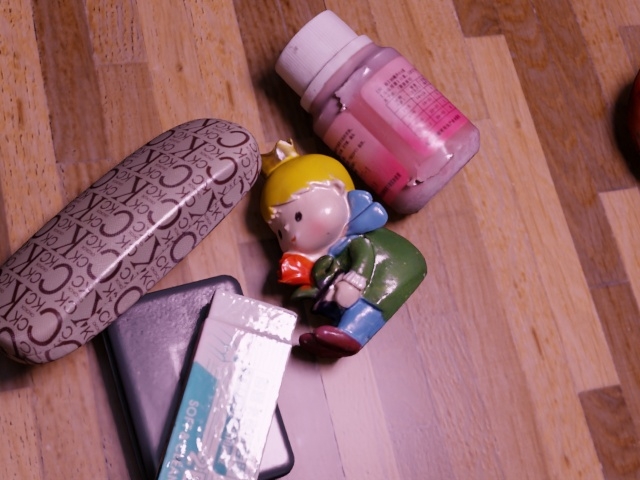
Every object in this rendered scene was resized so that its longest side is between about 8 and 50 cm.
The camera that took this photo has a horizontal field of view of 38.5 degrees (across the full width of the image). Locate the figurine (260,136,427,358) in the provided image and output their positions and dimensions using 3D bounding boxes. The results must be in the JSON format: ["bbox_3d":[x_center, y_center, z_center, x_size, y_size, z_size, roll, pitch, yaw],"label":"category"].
[{"bbox_3d":[-0.007,0.005,1.041,0.234,0.127,0.185,46,73,-6],"label":"figurine"}]

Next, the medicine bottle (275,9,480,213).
[{"bbox_3d":[0.065,-0.156,1.102,0.247,0.147,0.147,45,65,5],"label":"medicine bottle"}]

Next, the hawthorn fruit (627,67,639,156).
[{"bbox_3d":[0.493,-0.153,1.209,0.181,0.181,0.235,24,75,-5],"label":"hawthorn fruit"}]

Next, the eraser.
[{"bbox_3d":[-0.097,0.169,0.926,0.095,0.052,0.225,18,66,-8],"label":"eraser"}]

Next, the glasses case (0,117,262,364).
[{"bbox_3d":[-0.208,-0.010,0.979,0.137,0.085,0.355,23,57,38],"label":"glasses case"}]

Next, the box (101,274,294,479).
[{"bbox_3d":[-0.132,0.159,0.977,0.160,0.050,0.230,-14,74,-20],"label":"box"}]
